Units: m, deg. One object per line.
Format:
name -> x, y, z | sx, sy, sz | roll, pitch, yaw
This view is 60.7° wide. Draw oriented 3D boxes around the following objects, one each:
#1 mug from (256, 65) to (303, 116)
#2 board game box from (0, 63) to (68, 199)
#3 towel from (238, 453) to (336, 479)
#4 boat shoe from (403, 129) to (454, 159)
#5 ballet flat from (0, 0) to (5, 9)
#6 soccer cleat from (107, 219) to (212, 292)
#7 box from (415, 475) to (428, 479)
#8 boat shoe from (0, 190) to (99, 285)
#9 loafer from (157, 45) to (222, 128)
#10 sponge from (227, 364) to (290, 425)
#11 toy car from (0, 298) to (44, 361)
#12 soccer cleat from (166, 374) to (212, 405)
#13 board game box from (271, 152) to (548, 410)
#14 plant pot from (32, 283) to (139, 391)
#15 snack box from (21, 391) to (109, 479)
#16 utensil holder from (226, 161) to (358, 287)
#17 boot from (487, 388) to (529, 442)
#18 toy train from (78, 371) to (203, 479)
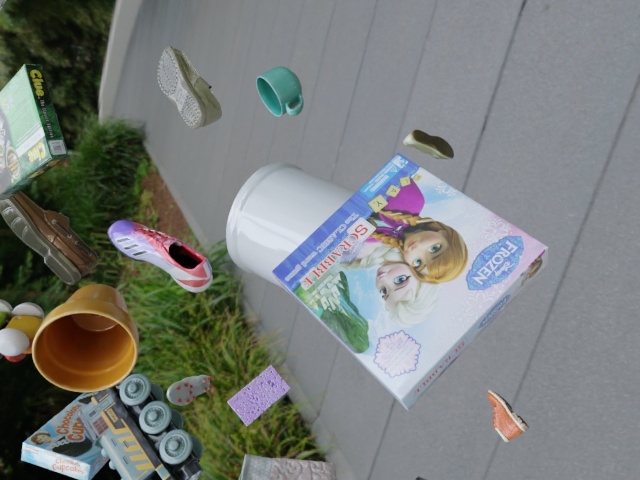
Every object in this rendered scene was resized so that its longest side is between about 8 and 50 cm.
mug -> -0.107, -0.438, 1.626 | 0.157, 0.097, 0.129 | 57, 162, -7
board game box -> -0.468, -0.155, 0.837 | 0.260, 0.030, 0.136 | -13, 91, 42
towel -> -0.113, 0.813, 1.695 | 0.332, 0.317, 0.053 | -80, -4, -63
boat shoe -> 0.304, -0.260, 1.521 | 0.048, 0.153, 0.056 | -34, 47, 54
ballet flat -> -0.535, -0.373, 0.823 | 0.349, 0.123, 0.123 | 2, 85, 45
soccer cleat -> -0.421, 0.017, 1.436 | 0.108, 0.318, 0.116 | -52, -13, -37
box -> 0.281, 0.782, 1.508 | 0.190, 0.045, 0.184 | -66, 9, -3
boat shoe -> -0.719, -0.027, 1.442 | 0.111, 0.307, 0.104 | -18, 23, 46
loafer -> -0.338, -0.389, 1.406 | 0.102, 0.092, 0.268 | -45, 63, 36
sponge -> -0.228, 0.577, 2.034 | 0.117, 0.210, 0.031 | 49, 166, 11
toy car -> -0.789, 0.239, 1.365 | 0.159, 0.182, 0.136 | -97, 17, -61
soccer cleat -> -0.381, 0.421, 1.539 | 0.076, 0.196, 0.068 | -8, 85, 19
board game box -> 0.134, 0.046, 0.892 | 0.319, 0.066, 0.318 | -44, 56, -9
plant pot -> -0.505, 0.195, 1.212 | 0.188, 0.205, 0.205 | -118, 41, -62
snack box -> -0.634, 0.519, 1.508 | 0.322, 0.187, 0.060 | -54, -21, -75
utensil holder -> 0.000, 0.000, 1.427 | 0.386, 0.328, 0.327 | 24, 107, 35
boot -> 0.514, 0.500, 1.567 | 0.084, 0.059, 0.158 | -46, 36, 11
toy train -> -0.429, 0.473, 1.315 | 0.334, 0.190, 0.142 | 45, 164, 22
